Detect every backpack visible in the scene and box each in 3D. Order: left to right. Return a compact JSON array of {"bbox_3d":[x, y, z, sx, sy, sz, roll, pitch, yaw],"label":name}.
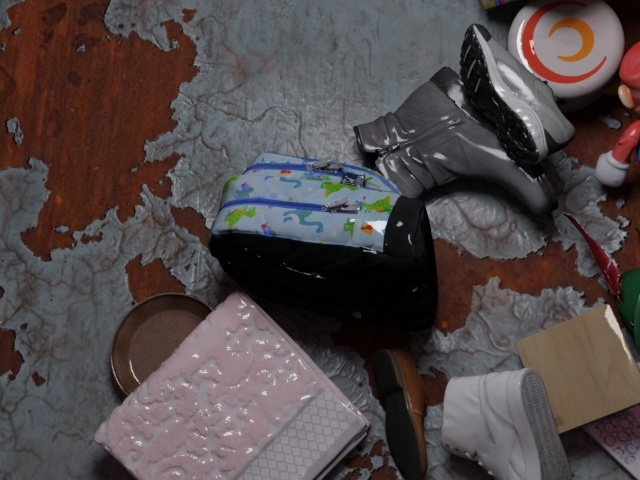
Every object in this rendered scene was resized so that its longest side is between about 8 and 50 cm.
[{"bbox_3d":[0.000,0.000,1.586,0.355,0.290,0.273,-4,63,11],"label":"backpack"}]

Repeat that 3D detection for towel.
[{"bbox_3d":[-0.137,0.298,1.576,0.317,0.053,0.332,44,80,7],"label":"towel"}]

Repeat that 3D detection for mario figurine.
[{"bbox_3d":[0.567,-0.175,1.634,0.198,0.170,0.321,-7,90,-27],"label":"mario figurine"}]

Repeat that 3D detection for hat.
[{"bbox_3d":[0.484,0.089,1.616,0.183,0.173,0.209,10,78,46],"label":"hat"}]

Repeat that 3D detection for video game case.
[{"bbox_3d":[0.512,0.295,1.559,0.143,0.019,0.157,-43,74,-9],"label":"video game case"}]

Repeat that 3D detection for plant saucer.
[{"bbox_3d":[-0.249,0.187,1.655,0.198,0.036,0.199,-1,72,4],"label":"plant saucer"}]

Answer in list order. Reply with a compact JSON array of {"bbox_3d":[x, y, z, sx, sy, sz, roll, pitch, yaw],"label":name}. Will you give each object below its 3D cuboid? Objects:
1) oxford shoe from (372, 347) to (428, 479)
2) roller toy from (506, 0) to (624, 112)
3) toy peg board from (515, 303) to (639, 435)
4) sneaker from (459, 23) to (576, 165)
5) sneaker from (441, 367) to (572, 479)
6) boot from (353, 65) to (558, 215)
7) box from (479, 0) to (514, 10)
[{"bbox_3d":[0.145,0.273,1.578,0.076,0.076,0.212,-3,79,-37],"label":"oxford shoe"},{"bbox_3d":[0.416,-0.321,1.700,0.209,0.146,0.191,-18,81,5],"label":"roller toy"},{"bbox_3d":[0.418,0.210,1.565,0.160,0.079,0.161,-26,62,18],"label":"toy peg board"},{"bbox_3d":[0.313,-0.243,1.614,0.108,0.100,0.272,-19,66,-19],"label":"sneaker"},{"bbox_3d":[0.282,0.339,1.532,0.169,0.108,0.293,-10,96,40],"label":"sneaker"},{"bbox_3d":[0.223,-0.117,1.683,0.222,0.118,0.338,-37,62,-4],"label":"boot"},{"bbox_3d":[0.425,-0.526,1.652,0.290,0.279,0.177,-22,101,-12],"label":"box"}]
